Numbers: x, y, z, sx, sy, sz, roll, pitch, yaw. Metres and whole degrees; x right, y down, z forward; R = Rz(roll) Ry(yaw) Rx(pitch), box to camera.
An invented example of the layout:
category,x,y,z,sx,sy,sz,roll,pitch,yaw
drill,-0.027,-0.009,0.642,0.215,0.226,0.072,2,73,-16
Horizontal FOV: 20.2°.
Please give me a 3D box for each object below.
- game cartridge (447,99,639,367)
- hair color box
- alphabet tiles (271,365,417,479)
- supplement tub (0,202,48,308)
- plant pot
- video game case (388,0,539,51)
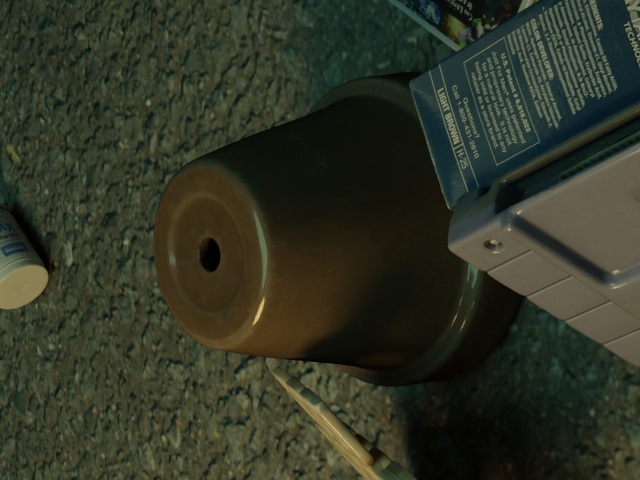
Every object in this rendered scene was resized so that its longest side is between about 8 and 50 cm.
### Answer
category,x,y,z,sx,sy,sz,roll,pitch,yaw
game cartridge,0.278,-0.014,1.127,0.355,0.230,0.068,-30,33,48
hair color box,0.239,-0.128,1.181,0.347,0.173,0.105,-30,72,48
alphabet tiles,0.071,0.205,1.385,0.278,0.021,0.284,49,173,-11
supplement tub,-0.352,0.015,1.971,0.107,0.071,0.071,51,130,31
plant pot,0.000,0.000,1.438,0.263,0.229,0.263,9,102,47
video game case,0.116,-0.246,1.426,0.190,0.022,0.173,42,125,36
